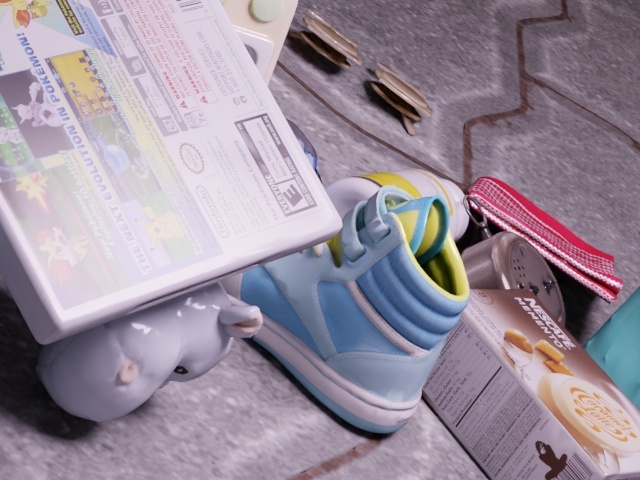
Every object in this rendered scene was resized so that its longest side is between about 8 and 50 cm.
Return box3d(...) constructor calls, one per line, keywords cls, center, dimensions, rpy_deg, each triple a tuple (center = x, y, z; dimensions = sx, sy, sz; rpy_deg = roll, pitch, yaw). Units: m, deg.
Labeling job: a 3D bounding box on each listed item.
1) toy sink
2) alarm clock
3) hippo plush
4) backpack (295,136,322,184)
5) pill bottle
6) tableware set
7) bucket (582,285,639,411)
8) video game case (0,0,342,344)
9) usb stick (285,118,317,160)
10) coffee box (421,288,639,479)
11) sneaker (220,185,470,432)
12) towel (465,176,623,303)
box3d(cls="toy sink", center=(-0.113, -0.211, 2.008), dimensions=(0.131, 0.152, 0.234), rpy_deg=(15, 15, -16))
box3d(cls="alarm clock", center=(0.193, 0.038, 2.038), dimensions=(0.129, 0.064, 0.192), rpy_deg=(-8, 70, -60))
box3d(cls="hippo plush", center=(-0.187, 0.022, 1.581), dimensions=(0.294, 0.234, 0.236), rpy_deg=(-35, 101, -48))
box3d(cls="backpack", center=(-0.049, -0.057, 1.935), dimensions=(0.105, 0.084, 0.114), rpy_deg=(-3, 21, 4))
box3d(cls="pill bottle", center=(0.077, -0.020, 2.025), dimensions=(0.103, 0.103, 0.184), rpy_deg=(44, 26, 21))
box3d(cls="tableware set", center=(0.049, -0.202, 2.401), dimensions=(0.194, 0.039, 0.128), rpy_deg=(36, 12, -9))
box3d(cls="bucket", center=(0.418, 0.136, 2.057), dimensions=(0.281, 0.183, 0.281), rpy_deg=(27, 26, -14))
box3d(cls="video game case", center=(-0.164, -0.109, 1.463), dimensions=(0.300, 0.036, 0.329), rpy_deg=(-20, 78, -46))
box3d(cls="usb stick", center=(-0.109, -0.099, 2.012), dimensions=(0.278, 0.045, 0.077), rpy_deg=(0, 40, -51))
box3d(cls="coffee box", center=(0.205, 0.161, 1.857), dimensions=(0.141, 0.098, 0.246), rpy_deg=(4, 38, -47))
box3d(cls="sneaker", center=(0.000, 0.000, 1.772), dimensions=(0.319, 0.208, 0.127), rpy_deg=(38, 26, 10))
box3d(cls="towel", center=(0.251, -0.007, 2.213), dimensions=(0.199, 0.031, 0.275), rpy_deg=(34, 8, 3))
